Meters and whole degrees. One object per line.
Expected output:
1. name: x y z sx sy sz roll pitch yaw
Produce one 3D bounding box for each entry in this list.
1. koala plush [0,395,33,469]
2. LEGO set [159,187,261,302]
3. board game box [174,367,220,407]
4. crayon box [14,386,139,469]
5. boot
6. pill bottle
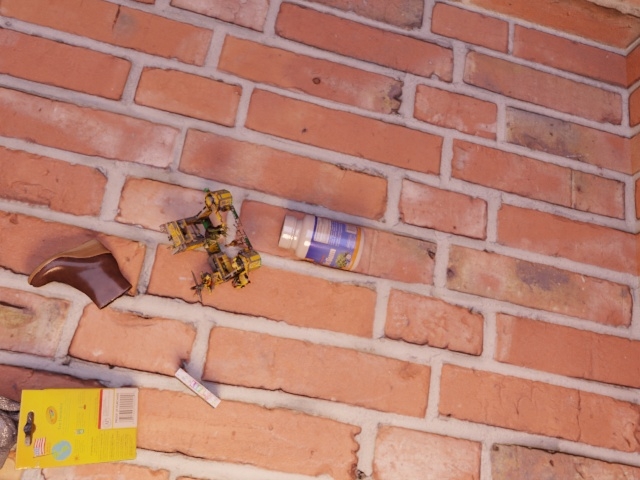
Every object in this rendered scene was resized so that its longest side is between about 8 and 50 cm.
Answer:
1. koala plush: -0.874 0.535 1.514 0.203 0.196 0.221 28 63 -24
2. LEGO set: -0.356 0.015 1.763 0.192 0.255 0.331 -19 88 -46
3. board game box: -0.368 0.445 1.700 0.154 0.103 0.026 39 68 1
4. crayon box: -0.664 0.505 1.548 0.318 0.081 0.202 14 66 -42
5. boot: -0.731 0.127 1.730 0.248 0.090 0.207 -33 80 -24
6. pill bottle: 0.000 0.000 1.906 0.272 0.152 0.152 13 69 -8
